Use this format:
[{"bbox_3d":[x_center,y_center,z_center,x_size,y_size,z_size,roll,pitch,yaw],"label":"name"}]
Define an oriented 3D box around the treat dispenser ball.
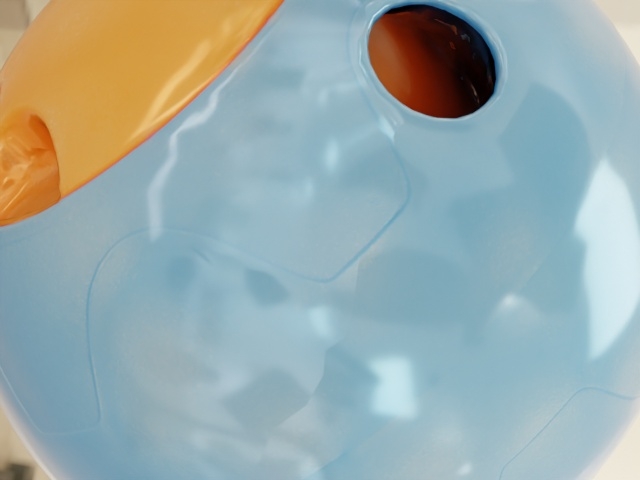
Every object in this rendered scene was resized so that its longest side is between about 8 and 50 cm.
[{"bbox_3d":[0.000,0.000,0.671,0.288,0.288,0.288,7,90,-75],"label":"treat dispenser ball"}]
